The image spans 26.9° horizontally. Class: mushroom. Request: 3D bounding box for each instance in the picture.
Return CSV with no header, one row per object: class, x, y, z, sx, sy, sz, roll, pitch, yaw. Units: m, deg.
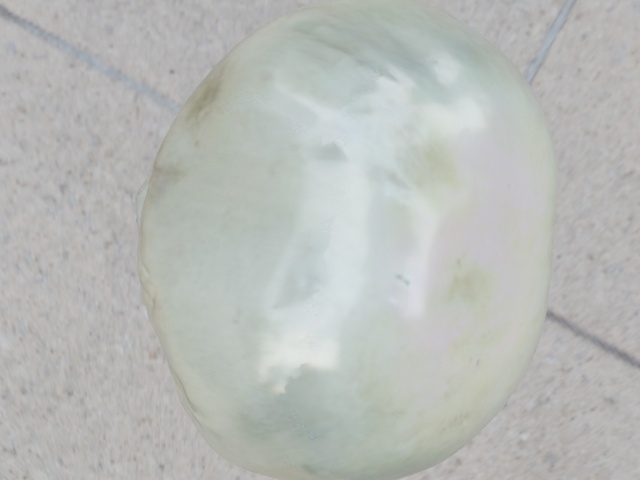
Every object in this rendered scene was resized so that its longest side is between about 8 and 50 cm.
mushroom,0.000,0.000,0.729,0.260,0.234,0.254,-46,125,-30
